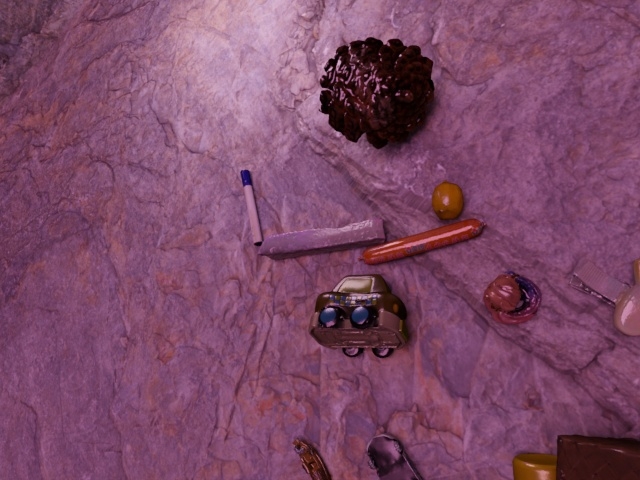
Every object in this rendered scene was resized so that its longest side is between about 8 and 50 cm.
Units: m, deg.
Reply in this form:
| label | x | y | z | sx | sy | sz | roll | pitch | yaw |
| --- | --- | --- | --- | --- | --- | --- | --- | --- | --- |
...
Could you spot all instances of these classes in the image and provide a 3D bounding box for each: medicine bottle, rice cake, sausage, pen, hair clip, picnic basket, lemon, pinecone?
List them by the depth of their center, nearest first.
| label | x | y | z | sx | sy | sz | roll | pitch | yaw |
| --- | --- | --- | --- | --- | --- | --- | --- | --- | --- |
| picnic basket | 0.611 | 0.479 | 0.784 | 0.291 | 0.321 | 0.253 | 152 | 134 | -66 |
| medicine bottle | 0.466 | 0.560 | 0.926 | 0.122 | 0.122 | 0.212 | -6 | 76 | 26 |
| hair clip | 0.659 | 0.115 | 0.969 | 0.219 | 0.071 | 0.159 | 37 | 93 | 24 |
| lemon | 0.329 | -0.106 | 1.172 | 0.082 | 0.082 | 0.110 | -3 | 73 | 26 |
| sausage | 0.260 | 0.008 | 1.196 | 0.348 | 0.053 | 0.053 | -17 | 71 | 23 |
| pinecone | 0.140 | -0.404 | 1.246 | 0.296 | 0.242 | 0.298 | 36 | 89 | 26 |
| rice cake | 0.001 | 0.000 | 1.324 | 0.400 | 0.064 | 0.070 | -8 | 65 | 25 |
| pen | -0.225 | -0.110 | 1.480 | 0.033 | 0.033 | 0.268 | -21 | 69 | 21 |

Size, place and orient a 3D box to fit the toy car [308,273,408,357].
| label | x | y | z | sx | sy | sz | roll | pitch | yaw |
| --- | --- | --- | --- | --- | --- | --- | --- | --- | --- |
| toy car | 0.103 | 0.179 | 1.183 | 0.248 | 0.204 | 0.198 | -6 | 52 | 24 |

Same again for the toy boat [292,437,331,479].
| label | x | y | z | sx | sy | sz | roll | pitch | yaw |
| --- | --- | --- | --- | --- | --- | --- | --- | --- | --- |
| toy boat | -0.022 | 0.593 | 1.205 | 0.047 | 0.049 | 0.149 | -46 | 62 | 11 |

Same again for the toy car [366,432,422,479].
| label | x | y | z | sx | sy | sz | roll | pitch | yaw |
| --- | --- | --- | --- | --- | --- | --- | --- | --- | --- |
| toy car | 0.190 | 0.569 | 1.100 | 0.095 | 0.056 | 0.204 | -41 | 60 | 13 |

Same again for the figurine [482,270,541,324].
| label | x | y | z | sx | sy | sz | roll | pitch | yaw |
| --- | --- | --- | --- | --- | --- | --- | --- | --- | --- |
| figurine | 0.424 | 0.130 | 1.042 | 0.114 | 0.157 | 0.126 | 2 | 84 | 49 |
